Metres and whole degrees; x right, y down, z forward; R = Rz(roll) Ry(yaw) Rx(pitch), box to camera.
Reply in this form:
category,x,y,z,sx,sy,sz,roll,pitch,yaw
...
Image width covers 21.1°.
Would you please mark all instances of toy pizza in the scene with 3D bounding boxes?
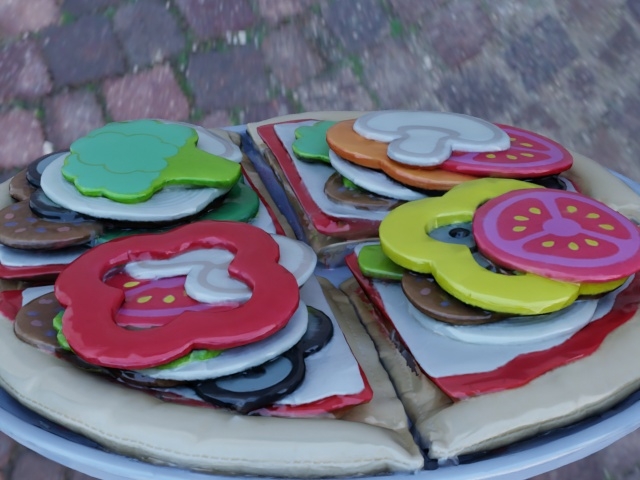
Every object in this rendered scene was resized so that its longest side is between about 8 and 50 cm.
category,x,y,z,sx,sy,sz,roll,pitch,yaw
toy pizza,0.000,0.000,0.429,0.201,0.201,0.032,-2,116,-2
